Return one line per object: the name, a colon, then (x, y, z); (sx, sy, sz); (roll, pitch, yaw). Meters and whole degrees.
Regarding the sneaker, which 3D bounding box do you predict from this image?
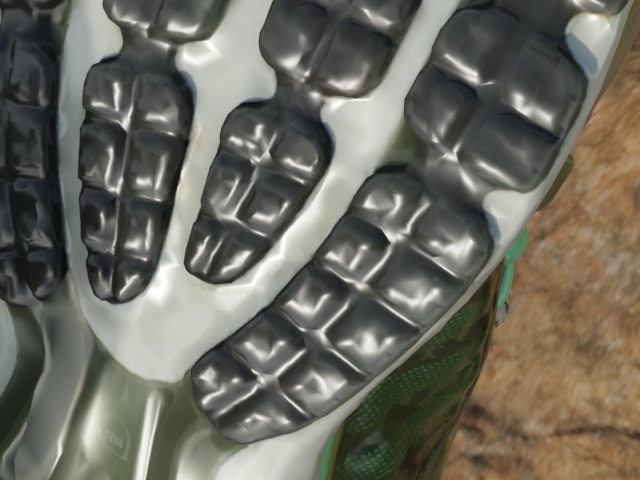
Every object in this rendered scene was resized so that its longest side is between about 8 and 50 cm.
sneaker: (0.000, 0.000, 0.445); (0.158, 0.182, 0.410); (36, 122, 19)
